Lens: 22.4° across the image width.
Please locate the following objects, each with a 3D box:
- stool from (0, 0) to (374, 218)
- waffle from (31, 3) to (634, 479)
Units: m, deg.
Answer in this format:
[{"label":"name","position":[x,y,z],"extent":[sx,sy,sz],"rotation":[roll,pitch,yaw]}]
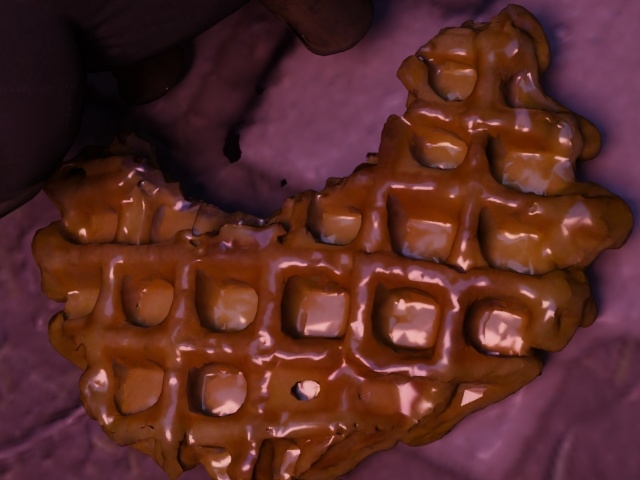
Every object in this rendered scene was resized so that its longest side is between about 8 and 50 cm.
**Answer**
[{"label":"stool","position":[-0.075,-0.110,0.529],"extent":[0.228,0.139,0.153],"rotation":[-51,50,1]},{"label":"waffle","position":[-0.001,-0.001,0.527],"extent":[0.194,0.051,0.149],"rotation":[-28,67,6]}]
